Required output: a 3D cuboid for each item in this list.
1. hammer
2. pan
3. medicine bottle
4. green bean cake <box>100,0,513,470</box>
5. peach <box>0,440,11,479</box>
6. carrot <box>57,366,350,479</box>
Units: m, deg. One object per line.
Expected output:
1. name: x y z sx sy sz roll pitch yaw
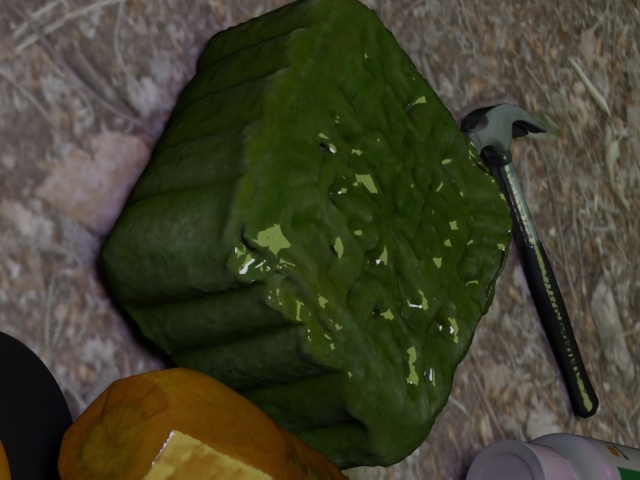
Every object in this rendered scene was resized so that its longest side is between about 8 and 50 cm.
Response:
1. hammer: 0.163 0.015 1.394 0.103 0.029 0.246 -38 111 -48
2. pan: -0.176 0.151 0.930 0.136 0.028 0.235 32 56 -45
3. medicine bottle: 0.204 0.189 1.340 0.260 0.095 0.095 19 65 -49
4. green bean cake: 0.000 0.000 1.115 0.222 0.125 0.248 53 44 -28
5. peach: -0.204 0.124 0.823 0.138 0.138 0.138 18 66 -48
6. carrot: -0.022 0.169 1.034 0.302 0.114 0.114 40 51 -45
